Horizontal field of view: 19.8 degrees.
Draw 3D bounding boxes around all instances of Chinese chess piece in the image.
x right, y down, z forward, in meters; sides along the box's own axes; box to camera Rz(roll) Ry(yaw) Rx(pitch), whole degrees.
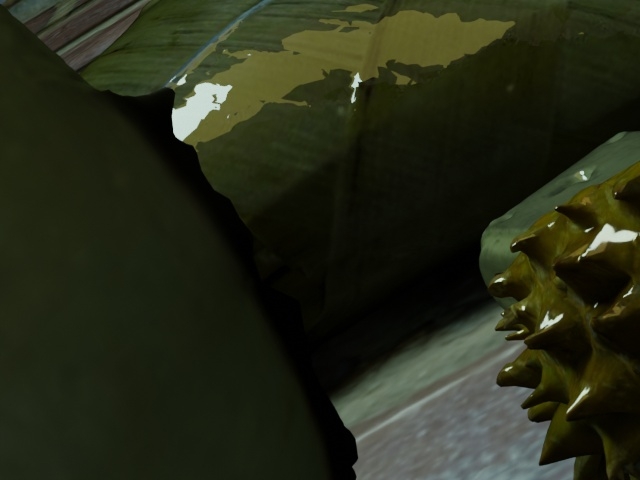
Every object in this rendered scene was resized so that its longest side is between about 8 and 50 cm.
[{"bbox_3d":[-0.159,0.047,0.567,0.349,0.349,0.146,-11,31,52],"label":"Chinese chess piece"}]

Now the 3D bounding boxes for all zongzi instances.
[{"bbox_3d":[0.000,0.000,0.817,0.360,0.160,0.323,9,56,43],"label":"zongzi"}]

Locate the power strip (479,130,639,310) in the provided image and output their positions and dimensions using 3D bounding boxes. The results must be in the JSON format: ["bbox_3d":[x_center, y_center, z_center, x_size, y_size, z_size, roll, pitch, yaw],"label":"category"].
[{"bbox_3d":[0.177,0.004,0.578,0.092,0.066,0.387,-37,15,-18],"label":"power strip"}]

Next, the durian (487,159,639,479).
[{"bbox_3d":[0.123,0.024,0.438,0.182,0.165,0.132,5,41,40],"label":"durian"}]
